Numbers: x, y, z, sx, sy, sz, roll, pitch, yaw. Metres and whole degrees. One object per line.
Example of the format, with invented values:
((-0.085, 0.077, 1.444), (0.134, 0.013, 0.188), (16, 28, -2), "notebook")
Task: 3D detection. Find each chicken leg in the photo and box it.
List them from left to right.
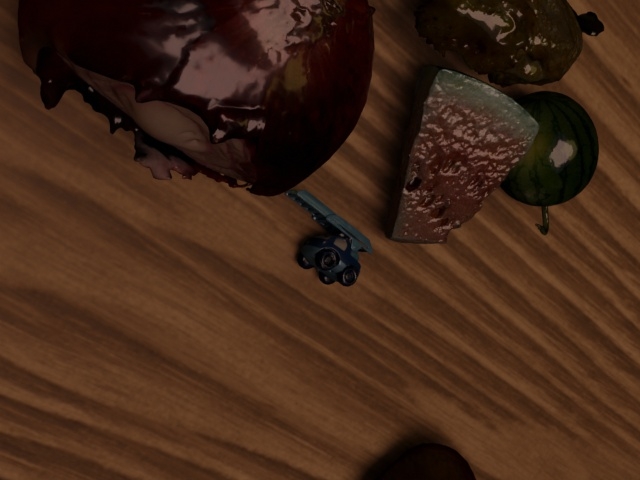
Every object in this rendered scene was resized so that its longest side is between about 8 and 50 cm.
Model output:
((0.174, -0.323, 1.112), (0.361, 0.140, 0.211), (50, 63, -23), "chicken leg")

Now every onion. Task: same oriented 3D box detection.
((-0.105, -0.211, 0.927), (0.341, 0.341, 0.341), (-10, 114, -23), "onion")

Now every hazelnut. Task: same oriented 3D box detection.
((0.151, 0.393, 1.374), (0.178, 0.178, 0.204), (26, 67, -32), "hazelnut")

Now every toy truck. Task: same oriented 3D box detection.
((0.000, 0.000, 1.198), (0.136, 0.063, 0.074), (37, 72, -31), "toy truck")

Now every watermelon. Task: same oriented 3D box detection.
((0.154, -0.090, 1.201), (0.154, 0.094, 0.241), (24, 109, -10), "watermelon")
((0.289, -0.099, 1.252), (0.140, 0.140, 0.187), (-14, 118, -21), "watermelon")
